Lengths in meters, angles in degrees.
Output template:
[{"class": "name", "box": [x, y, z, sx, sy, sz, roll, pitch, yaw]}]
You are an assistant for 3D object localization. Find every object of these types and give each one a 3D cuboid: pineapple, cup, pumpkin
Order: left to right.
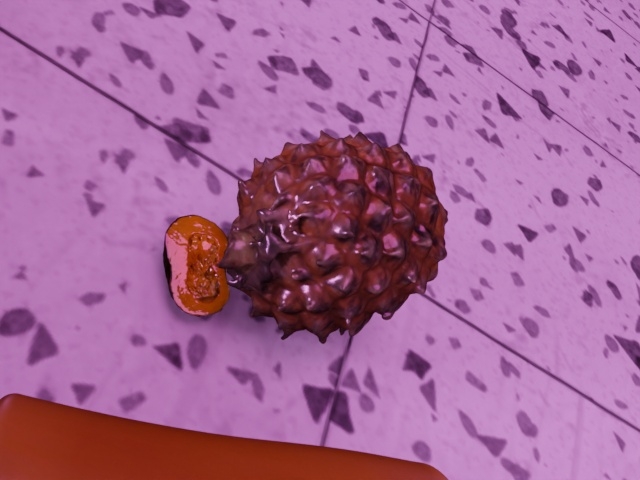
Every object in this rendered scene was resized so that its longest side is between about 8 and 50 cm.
[{"class": "pumpkin", "box": [-0.098, 0.023, 0.585, 0.050, 0.028, 0.083, 7, 60, -25]}, {"class": "cup", "box": [-0.064, 0.198, 0.385, 0.263, 0.182, 0.226, 20, 77, -14]}, {"class": "pineapple", "box": [0.000, 0.000, 0.585, 0.193, 0.166, 0.166, -10, 63, -42]}]
